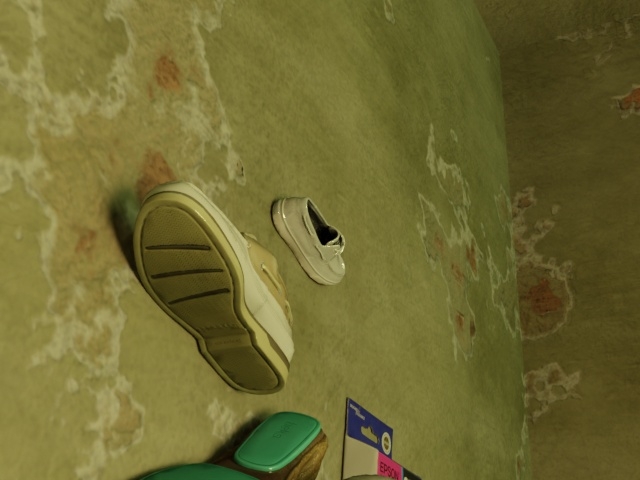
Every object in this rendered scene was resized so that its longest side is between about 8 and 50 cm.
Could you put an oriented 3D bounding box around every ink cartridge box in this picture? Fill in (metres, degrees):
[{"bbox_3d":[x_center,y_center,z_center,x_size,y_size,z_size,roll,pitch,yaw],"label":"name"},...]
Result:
[{"bbox_3d":[0.089,0.431,1.152,0.176,0.069,0.371,45,39,-49],"label":"ink cartridge box"}]

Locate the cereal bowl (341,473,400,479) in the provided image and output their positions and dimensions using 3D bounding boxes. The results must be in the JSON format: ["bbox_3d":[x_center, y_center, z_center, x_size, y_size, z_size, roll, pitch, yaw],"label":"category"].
[{"bbox_3d":[-0.014,0.379,0.790,0.339,0.141,0.339,-52,159,-30],"label":"cereal bowl"}]

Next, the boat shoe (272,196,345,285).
[{"bbox_3d":[0.000,0.000,1.132,0.184,0.063,0.066,57,34,-37],"label":"boat shoe"}]

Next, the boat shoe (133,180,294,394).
[{"bbox_3d":[-0.108,0.042,0.860,0.103,0.113,0.302,-76,155,-43],"label":"boat shoe"}]

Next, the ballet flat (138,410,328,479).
[{"bbox_3d":[-0.092,0.279,0.817,0.342,0.116,0.124,-9,107,-68],"label":"ballet flat"}]
